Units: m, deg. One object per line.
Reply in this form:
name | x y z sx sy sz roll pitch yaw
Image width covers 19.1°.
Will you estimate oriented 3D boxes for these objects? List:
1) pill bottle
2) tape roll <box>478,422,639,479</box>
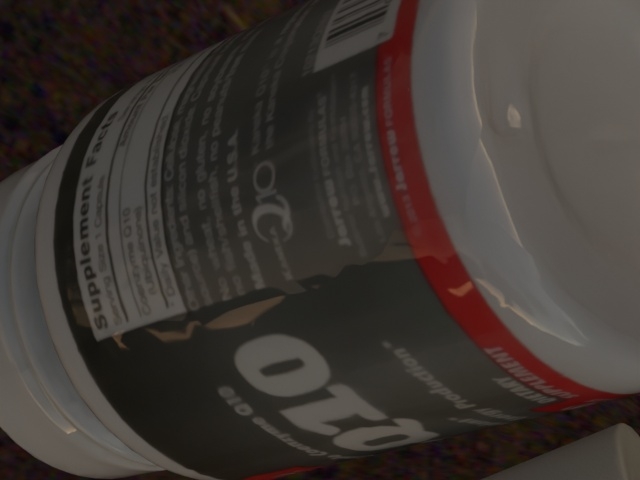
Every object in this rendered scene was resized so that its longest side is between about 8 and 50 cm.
pill bottle | 0.000 0.000 0.688 0.283 0.161 0.161 -20 76 44
tape roll | 0.143 0.247 1.086 0.169 0.246 0.246 -24 78 13
